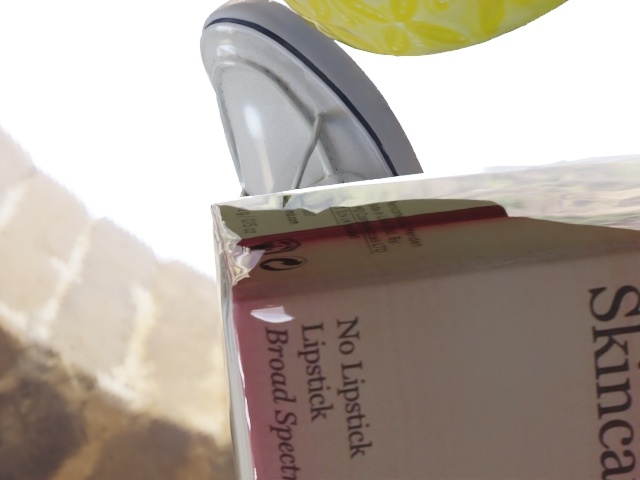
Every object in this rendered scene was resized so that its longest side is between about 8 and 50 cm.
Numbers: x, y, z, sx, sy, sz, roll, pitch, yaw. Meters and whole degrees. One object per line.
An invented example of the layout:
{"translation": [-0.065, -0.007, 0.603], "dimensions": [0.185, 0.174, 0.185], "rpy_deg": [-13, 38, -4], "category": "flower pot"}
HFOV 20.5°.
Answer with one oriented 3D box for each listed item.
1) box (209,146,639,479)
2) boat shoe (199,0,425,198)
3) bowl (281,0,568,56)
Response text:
{"translation": [0.086, 0.056, 0.596], "dimensions": [0.232, 0.149, 0.127], "rpy_deg": [-7, -166, -4], "category": "box"}
{"translation": [-0.005, 0.002, 1.324], "dimensions": [0.136, 0.367, 0.156], "rpy_deg": [-2, -144, 45], "category": "boat shoe"}
{"translation": [0.026, -0.233, 0.683], "dimensions": [0.289, 0.156, 0.289], "rpy_deg": [-24, -127, 37], "category": "bowl"}
